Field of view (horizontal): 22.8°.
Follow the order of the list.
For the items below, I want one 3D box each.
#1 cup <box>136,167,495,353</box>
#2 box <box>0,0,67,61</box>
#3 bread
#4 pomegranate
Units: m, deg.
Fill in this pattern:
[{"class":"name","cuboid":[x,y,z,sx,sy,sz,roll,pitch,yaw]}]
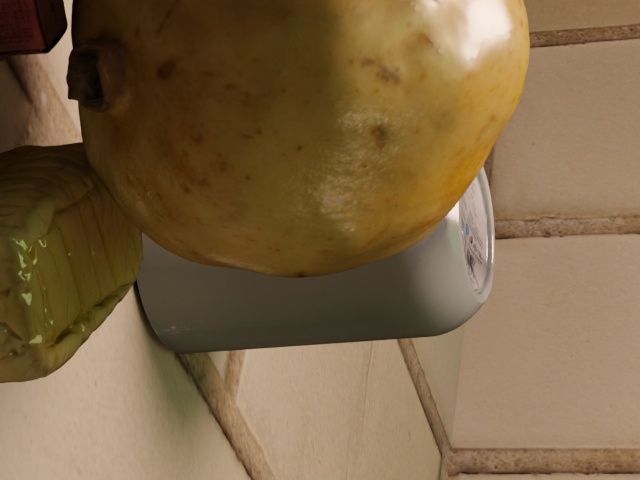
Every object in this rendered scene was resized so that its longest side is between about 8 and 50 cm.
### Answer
[{"class":"cup","cuboid":[0.000,0.000,1.512,0.205,0.312,0.205,-4,90,-72]},{"class":"box","cuboid":[-0.242,-0.199,1.075,0.060,0.111,0.156,-71,156,-65]},{"class":"bread","cuboid":[-0.213,0.010,1.158,0.236,0.106,0.140,-55,139,-63]},{"class":"pomegranate","cuboid":[-0.025,-0.136,1.117,0.332,0.332,0.333,-2,90,-73]}]
